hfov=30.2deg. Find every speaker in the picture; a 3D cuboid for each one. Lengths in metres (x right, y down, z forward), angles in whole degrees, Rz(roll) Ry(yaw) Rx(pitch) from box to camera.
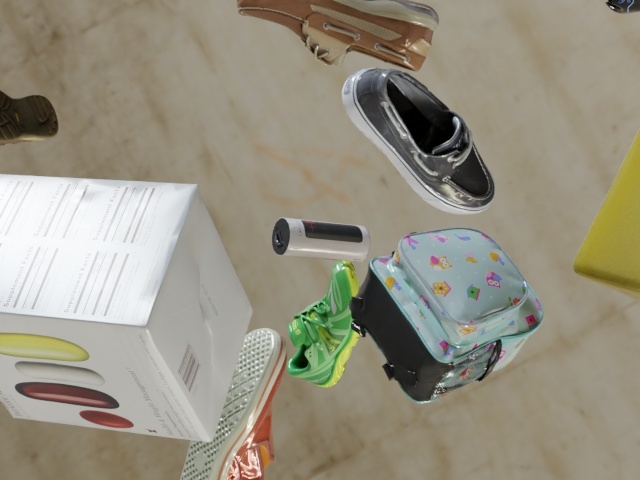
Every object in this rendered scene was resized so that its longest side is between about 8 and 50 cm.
[{"bbox_3d":[0.000,0.000,1.690,0.055,0.136,0.055,-16,71,58],"label":"speaker"}]

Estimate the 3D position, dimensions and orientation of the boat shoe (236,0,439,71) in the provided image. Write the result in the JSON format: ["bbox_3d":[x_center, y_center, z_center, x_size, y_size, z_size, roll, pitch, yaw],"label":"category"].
[{"bbox_3d":[0.022,-0.337,1.883,0.123,0.324,0.116,-33,-47,-84],"label":"boat shoe"}]

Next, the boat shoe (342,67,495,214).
[{"bbox_3d":[0.163,-0.138,1.656,0.301,0.108,0.102,42,155,-29],"label":"boat shoe"}]

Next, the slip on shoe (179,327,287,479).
[{"bbox_3d":[-0.111,0.274,1.660,0.101,0.331,0.123,9,-163,-33],"label":"slip on shoe"}]

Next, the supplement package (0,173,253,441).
[{"bbox_3d":[-0.194,0.060,1.047,0.194,0.203,0.149,71,-152,-50],"label":"supplement package"}]

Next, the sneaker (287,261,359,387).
[{"bbox_3d":[0.005,0.166,2.263,0.109,0.123,0.295,-103,24,-53],"label":"sneaker"}]

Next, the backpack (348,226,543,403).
[{"bbox_3d":[0.150,0.071,1.312,0.166,0.188,0.144,53,131,30],"label":"backpack"}]

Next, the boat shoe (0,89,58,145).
[{"bbox_3d":[-0.360,-0.130,1.291,0.178,0.060,0.064,-2,-103,-66],"label":"boat shoe"}]

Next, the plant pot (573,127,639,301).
[{"bbox_3d":[0.436,-0.002,1.241,0.212,0.212,0.187,23,-175,-27],"label":"plant pot"}]

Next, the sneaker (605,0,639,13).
[{"bbox_3d":[0.558,-0.453,2.147,0.232,0.090,0.081,-64,-27,-77],"label":"sneaker"}]
